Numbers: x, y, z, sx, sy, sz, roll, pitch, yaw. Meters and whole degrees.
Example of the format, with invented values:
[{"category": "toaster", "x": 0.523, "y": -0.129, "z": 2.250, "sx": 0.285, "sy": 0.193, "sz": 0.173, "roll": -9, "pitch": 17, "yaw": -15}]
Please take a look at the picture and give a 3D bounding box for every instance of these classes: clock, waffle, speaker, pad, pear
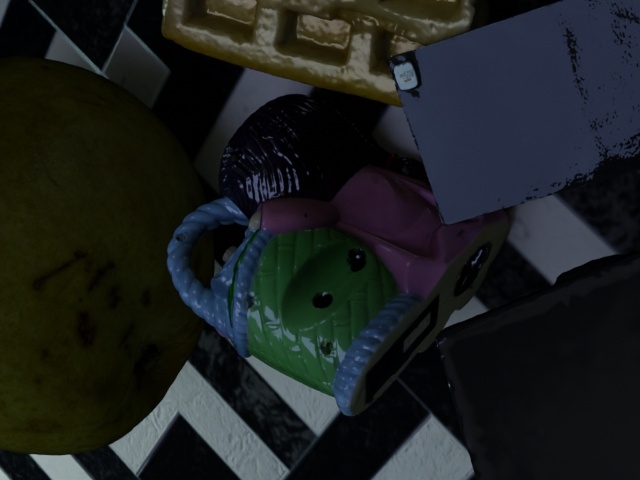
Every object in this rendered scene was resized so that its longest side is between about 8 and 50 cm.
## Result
[{"category": "clock", "x": 0.000, "y": 0.000, "z": 0.920, "sx": 0.195, "sy": 0.194, "sz": 0.100, "roll": 36, "pitch": 153, "yaw": 20}, {"category": "waffle", "x": 0.008, "y": -0.211, "z": 0.864, "sx": 0.221, "sy": 0.055, "sz": 0.248, "roll": 17, "pitch": 123, "yaw": 14}, {"category": "speaker", "x": 0.224, "y": 0.119, "z": 0.721, "sx": 0.184, "sy": 0.254, "sz": 0.232, "roll": -26, "pitch": 74, "yaw": 42}, {"category": "pad", "x": 0.146, "y": -0.088, "z": 0.832, "sx": 0.193, "sy": 0.004, "sz": 0.116, "roll": -16, "pitch": 99, "yaw": 19}, {"category": "pear", "x": -0.228, "y": 0.023, "z": 1.036, "sx": 0.303, "sy": 0.304, "sz": 0.304, "roll": 17, "pitch": 120, "yaw": 32}]
